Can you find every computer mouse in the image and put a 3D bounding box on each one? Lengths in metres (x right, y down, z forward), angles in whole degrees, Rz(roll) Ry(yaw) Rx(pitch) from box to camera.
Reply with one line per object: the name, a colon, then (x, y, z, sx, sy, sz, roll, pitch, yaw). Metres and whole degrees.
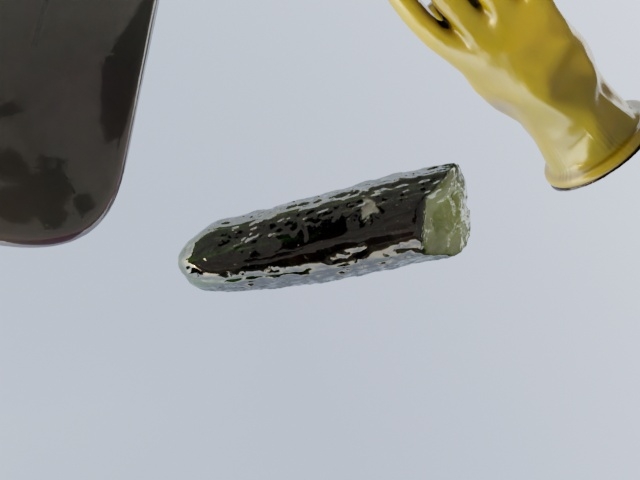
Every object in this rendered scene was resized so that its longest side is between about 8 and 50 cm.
computer mouse: (-0.160, -0.106, 0.514, 0.120, 0.057, 0.232, 9, -115, -4)

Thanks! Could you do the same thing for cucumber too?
cucumber: (-0.001, -0.001, 0.702, 0.241, 0.074, 0.075, -13, -103, 17)

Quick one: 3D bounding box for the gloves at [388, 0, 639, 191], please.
gloves: (0.176, -0.189, 0.813, 0.294, 0.133, 0.116, 45, -146, -16)
